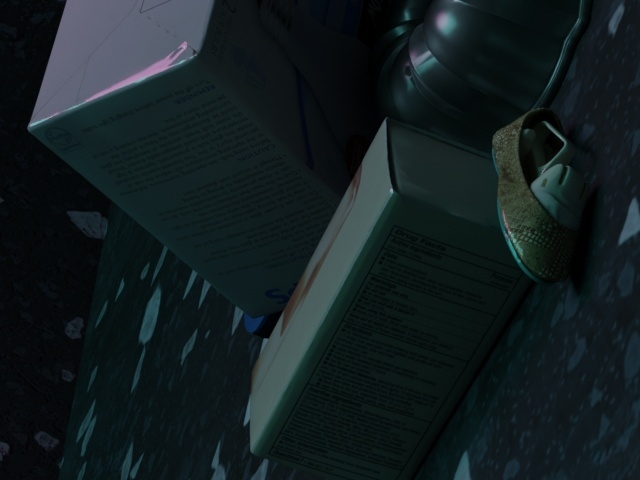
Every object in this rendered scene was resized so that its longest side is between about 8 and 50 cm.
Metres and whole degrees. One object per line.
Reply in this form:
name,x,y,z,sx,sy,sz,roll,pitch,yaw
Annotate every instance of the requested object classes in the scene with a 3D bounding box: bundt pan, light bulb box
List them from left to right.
light bulb box,-0.065,-0.175,1.802,0.225,0.361,0.358,-17,47,33
bundt pan,0.143,-0.225,1.674,0.331,0.124,0.331,-161,90,-77

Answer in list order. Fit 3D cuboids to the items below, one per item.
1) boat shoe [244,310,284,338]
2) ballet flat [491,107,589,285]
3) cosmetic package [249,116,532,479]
boat shoe,0.000,0.000,1.999,0.258,0.089,0.109,-63,27,6
ballet flat,0.178,-0.046,1.406,0.067,0.073,0.206,-47,26,25
cosmetic package,0.061,0.062,1.523,0.129,0.153,0.296,-93,28,-56
